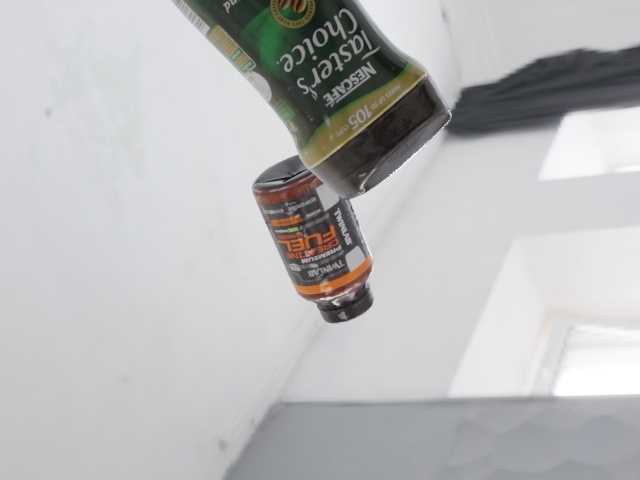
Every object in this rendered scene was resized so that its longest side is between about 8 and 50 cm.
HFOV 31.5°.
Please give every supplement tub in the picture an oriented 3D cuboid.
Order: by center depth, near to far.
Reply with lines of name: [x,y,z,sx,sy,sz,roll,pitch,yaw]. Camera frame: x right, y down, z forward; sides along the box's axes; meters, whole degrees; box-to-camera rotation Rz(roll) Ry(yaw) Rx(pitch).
supplement tub: [0.000,0.000,1.359,0.198,0.106,0.106,66,-150,-22]

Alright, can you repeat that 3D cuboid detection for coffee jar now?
coffee jar: [-0.006,-0.119,0.710,0.096,0.079,0.184,-41,-83,-12]
